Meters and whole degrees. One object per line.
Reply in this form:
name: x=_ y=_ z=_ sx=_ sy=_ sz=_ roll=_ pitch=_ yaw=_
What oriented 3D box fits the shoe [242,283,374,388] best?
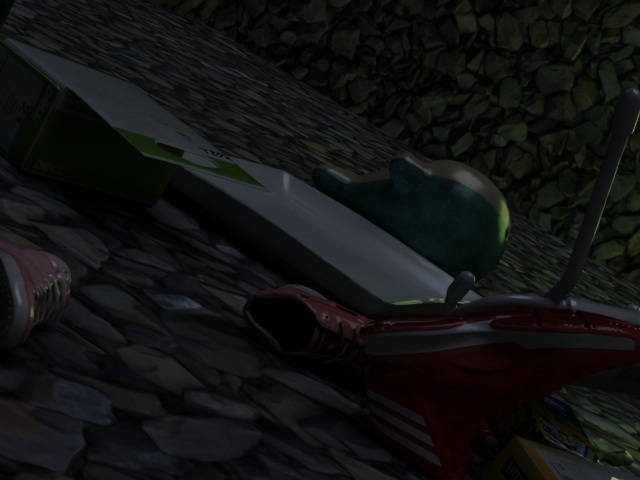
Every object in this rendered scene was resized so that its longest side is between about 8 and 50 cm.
shoe: x=0.019 y=0.091 z=1.134 sx=0.178 sy=0.063 sz=0.081 roll=27 pitch=11 yaw=21

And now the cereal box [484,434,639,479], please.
cereal box: x=0.252 y=0.241 z=0.997 sx=0.240 sy=0.047 sz=0.173 roll=23 pitch=20 yaw=-33

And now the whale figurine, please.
whale figurine: x=0.109 y=-0.021 z=1.756 sx=0.272 sy=0.141 sz=0.216 roll=13 pitch=-34 yaw=18

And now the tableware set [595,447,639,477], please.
tableware set: x=0.312 y=0.247 z=1.209 sx=0.194 sy=0.039 sz=0.128 roll=8 pitch=34 yaw=-47

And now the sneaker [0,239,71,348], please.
sneaker: x=-0.188 y=0.035 z=0.868 sx=0.070 sy=0.051 sz=0.134 roll=17 pitch=11 yaw=-29

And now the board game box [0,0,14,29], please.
board game box: x=-0.358 y=-0.194 z=1.325 sx=0.026 sy=0.126 sz=0.186 roll=28 pitch=10 yaw=-5

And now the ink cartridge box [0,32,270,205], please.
ink cartridge box: x=-0.204 y=-0.089 z=1.313 sx=0.255 sy=0.097 sz=0.189 roll=38 pitch=14 yaw=36

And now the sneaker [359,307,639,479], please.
sneaker: x=0.143 y=0.122 z=1.048 sx=0.221 sy=0.128 sz=0.087 roll=-1 pitch=6 yaw=8

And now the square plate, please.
square plate: x=0.000 y=0.000 z=1.551 sx=0.347 sy=0.049 sz=0.344 roll=33 pitch=12 yaw=24

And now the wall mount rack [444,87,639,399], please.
wall mount rack: x=0.275 y=0.028 z=1.168 sx=0.350 sy=0.304 sz=0.130 roll=11 pitch=54 yaw=-25

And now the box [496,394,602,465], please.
box: x=0.198 y=0.180 z=1.182 sx=0.059 sy=0.054 sz=0.169 roll=27 pitch=11 yaw=-4
